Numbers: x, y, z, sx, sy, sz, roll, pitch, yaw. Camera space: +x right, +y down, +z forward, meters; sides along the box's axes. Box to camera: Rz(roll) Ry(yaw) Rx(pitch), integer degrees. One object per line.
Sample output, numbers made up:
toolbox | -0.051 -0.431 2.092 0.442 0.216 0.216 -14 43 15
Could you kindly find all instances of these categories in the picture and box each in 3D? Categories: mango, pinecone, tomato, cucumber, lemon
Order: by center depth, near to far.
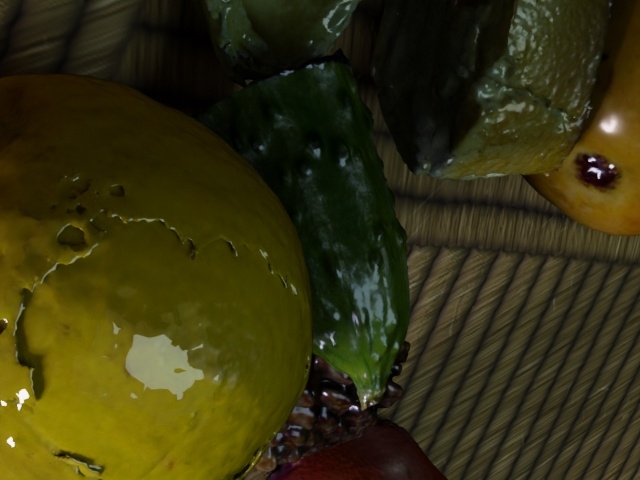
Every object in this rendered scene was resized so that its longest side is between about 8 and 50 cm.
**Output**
lemon | -0.151 0.040 1.001 0.297 0.297 0.297 -31 138 -32
cucumber | 0.002 -0.001 1.123 0.134 0.134 0.244 -17 86 -43
pinecone | -0.042 0.082 1.251 0.229 0.202 0.201 17 81 -34
mango | 0.314 -0.219 1.383 0.300 0.232 0.445 64 50 -79
tomato | 0.041 0.356 1.585 0.290 0.176 0.335 -35 142 -23

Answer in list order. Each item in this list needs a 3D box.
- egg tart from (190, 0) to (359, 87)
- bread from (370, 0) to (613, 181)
egg tart | -0.026 -0.208 1.127 0.197 0.078 0.197 -33 141 -32
bread | 0.130 -0.176 1.255 0.124 0.186 0.257 -5 118 -34
